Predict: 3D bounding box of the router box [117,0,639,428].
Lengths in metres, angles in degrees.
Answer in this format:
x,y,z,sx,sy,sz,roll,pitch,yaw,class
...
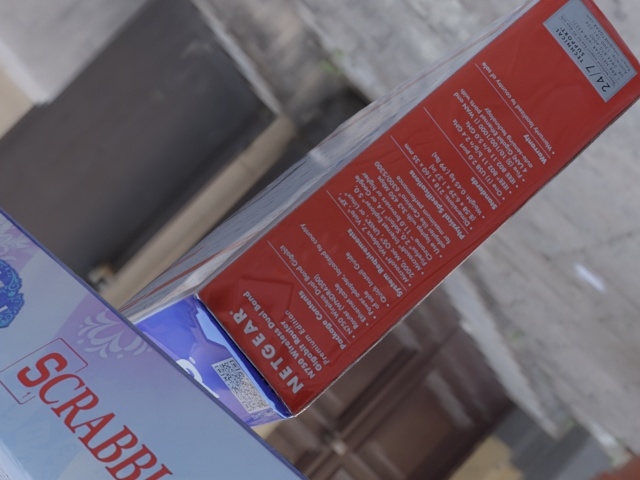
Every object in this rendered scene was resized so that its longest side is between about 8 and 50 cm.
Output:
x,y,z,sx,sy,sz,roll,pitch,yaw,class
0.000,0.000,0.956,0.082,0.301,0.335,52,155,-6,router box

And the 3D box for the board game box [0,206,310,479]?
x,y,z,sx,sy,sz,roll,pitch,yaw,class
-0.067,0.155,0.617,0.318,0.066,0.318,34,147,51,board game box
